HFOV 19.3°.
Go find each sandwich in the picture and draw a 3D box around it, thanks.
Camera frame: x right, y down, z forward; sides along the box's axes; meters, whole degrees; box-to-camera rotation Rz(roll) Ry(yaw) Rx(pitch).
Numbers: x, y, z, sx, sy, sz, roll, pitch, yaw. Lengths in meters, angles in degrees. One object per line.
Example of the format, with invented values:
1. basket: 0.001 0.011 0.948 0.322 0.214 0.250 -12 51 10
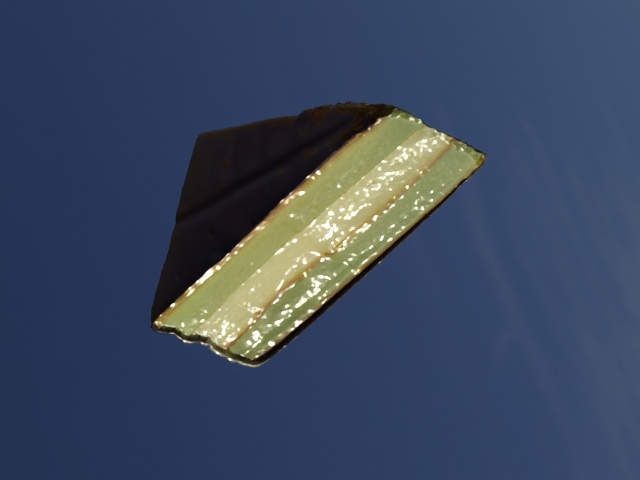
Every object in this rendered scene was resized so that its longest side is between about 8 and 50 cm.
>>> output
1. sandwich: 0.000 0.000 1.244 0.117 0.187 0.144 23 -112 -44
